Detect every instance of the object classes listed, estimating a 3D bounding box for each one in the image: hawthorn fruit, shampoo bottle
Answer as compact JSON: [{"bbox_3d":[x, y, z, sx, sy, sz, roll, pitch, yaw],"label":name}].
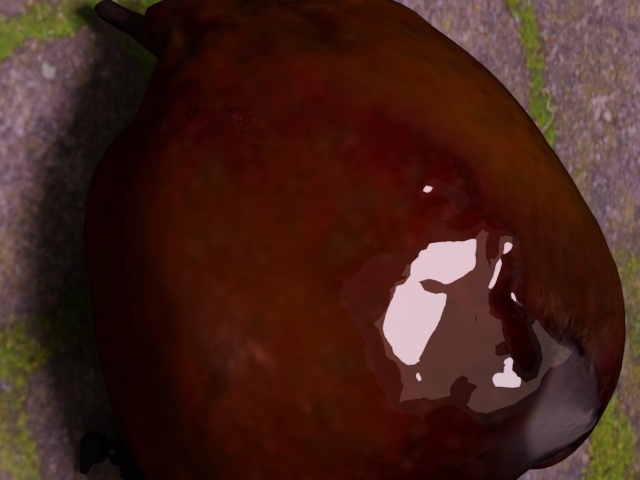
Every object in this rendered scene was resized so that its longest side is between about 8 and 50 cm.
[{"bbox_3d":[0.015,0.017,1.066,0.308,0.308,0.324,2,84,-43],"label":"hawthorn fruit"},{"bbox_3d":[-0.089,0.137,1.152,0.137,0.027,0.048,18,79,-42],"label":"shampoo bottle"}]
